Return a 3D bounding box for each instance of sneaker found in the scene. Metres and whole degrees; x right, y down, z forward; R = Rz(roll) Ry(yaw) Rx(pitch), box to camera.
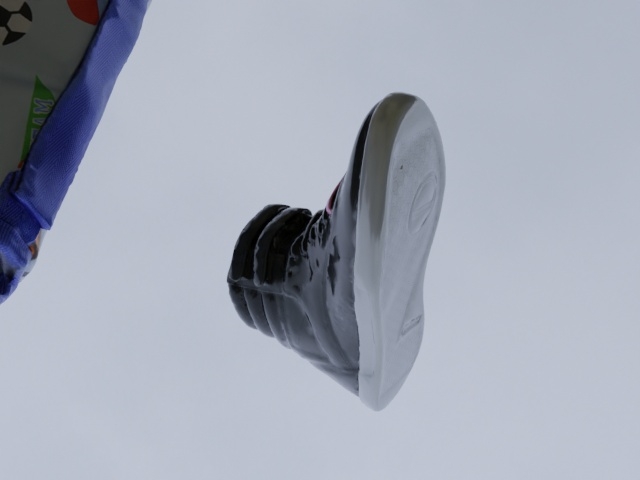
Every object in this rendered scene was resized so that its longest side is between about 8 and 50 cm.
[{"bbox_3d":[0.000,0.000,0.757,0.147,0.295,0.104,26,-126,20],"label":"sneaker"}]

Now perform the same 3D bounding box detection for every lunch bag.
[{"bbox_3d":[-0.331,-0.102,0.794,0.386,0.239,0.327,-1,-130,17],"label":"lunch bag"}]
